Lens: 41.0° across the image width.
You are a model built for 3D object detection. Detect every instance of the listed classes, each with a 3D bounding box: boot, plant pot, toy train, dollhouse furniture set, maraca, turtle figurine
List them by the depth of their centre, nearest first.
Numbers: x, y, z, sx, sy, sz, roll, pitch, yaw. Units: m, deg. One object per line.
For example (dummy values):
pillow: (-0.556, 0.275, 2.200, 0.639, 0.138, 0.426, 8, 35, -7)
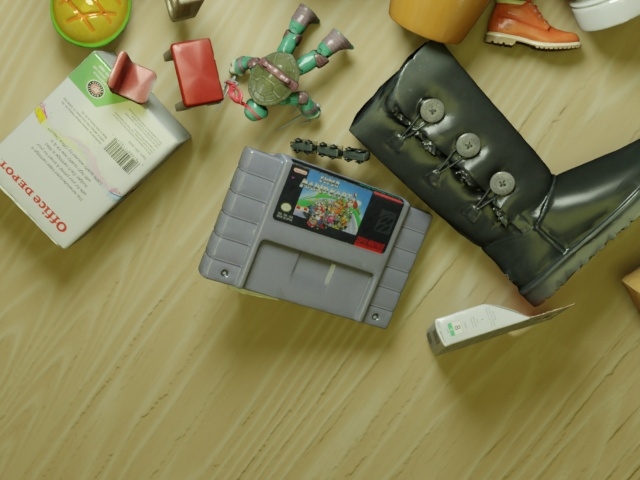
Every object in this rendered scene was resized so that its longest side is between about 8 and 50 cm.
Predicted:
dollhouse furniture set: (-0.279, -0.381, 1.306, 0.201, 0.152, 0.374, -14, 93, -15)
plant pot: (0.200, -0.419, 1.340, 0.205, 0.205, 0.188, 21, 118, -1)
boot: (0.355, -0.355, 1.406, 0.158, 0.059, 0.084, 10, 98, 2)
maraca: (-0.373, -0.406, 1.416, 0.127, 0.099, 0.185, 19, 78, -11)
boot: (0.321, -0.169, 1.417, 0.445, 0.146, 0.367, 44, 93, 1)
turtle figurine: (-0.063, -0.268, 1.422, 0.175, 0.118, 0.234, 40, 96, -5)
toy train: (0.016, -0.154, 1.449, 0.158, 0.036, 0.027, 14, 108, 33)

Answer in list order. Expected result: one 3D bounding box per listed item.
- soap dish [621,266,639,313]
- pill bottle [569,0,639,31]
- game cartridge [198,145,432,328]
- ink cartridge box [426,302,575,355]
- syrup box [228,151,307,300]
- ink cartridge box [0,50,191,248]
soap dish: (0.681, 0.131, 1.443, 0.229, 0.118, 0.291, -31, 106, 12)
pill bottle: (0.411, -0.478, 1.309, 0.160, 0.160, 0.283, -27, 111, 8)
game cartridge: (0.000, 0.000, 1.426, 0.355, 0.068, 0.230, 18, 103, -25)
ink cartridge box: (0.298, 0.134, 1.453, 0.225, 0.181, 0.056, -19, 77, -2)
syrup box: (-0.090, -0.028, 1.480, 0.096, 0.093, 0.236, 12, 102, 0)
ink cartridge box: (-0.395, -0.154, 1.457, 0.278, 0.117, 0.201, -41, 97, 10)
